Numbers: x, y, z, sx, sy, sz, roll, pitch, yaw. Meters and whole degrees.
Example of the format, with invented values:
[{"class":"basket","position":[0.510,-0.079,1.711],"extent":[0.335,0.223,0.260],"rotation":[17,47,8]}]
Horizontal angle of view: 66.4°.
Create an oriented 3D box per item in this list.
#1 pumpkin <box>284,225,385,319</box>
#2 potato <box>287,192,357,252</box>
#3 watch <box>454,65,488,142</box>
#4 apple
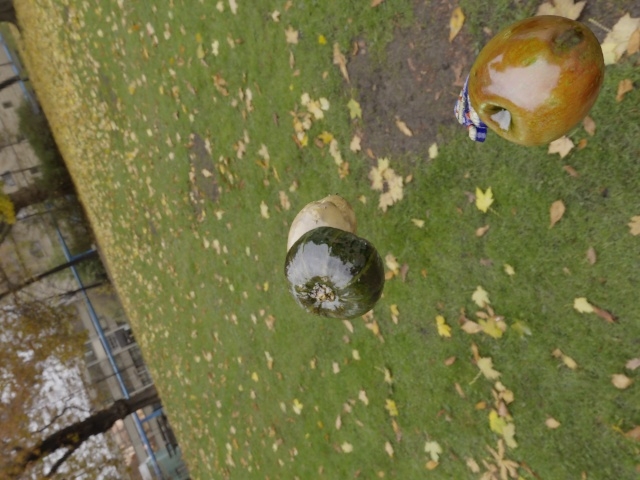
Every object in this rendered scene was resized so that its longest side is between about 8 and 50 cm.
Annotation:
[{"class":"pumpkin","position":[0.030,0.070,1.041],"extent":[0.224,0.157,0.223],"rotation":[18,137,17]},{"class":"potato","position":[-0.004,-0.002,1.176],"extent":[0.161,0.235,0.128],"rotation":[42,180,7]},{"class":"watch","position":[0.429,-0.320,1.108],"extent":[0.196,0.200,0.171],"rotation":[-83,-1,-57]},{"class":"apple","position":[0.390,-0.294,0.884],"extent":[0.237,0.207,0.237],"rotation":[44,-177,-3]}]
